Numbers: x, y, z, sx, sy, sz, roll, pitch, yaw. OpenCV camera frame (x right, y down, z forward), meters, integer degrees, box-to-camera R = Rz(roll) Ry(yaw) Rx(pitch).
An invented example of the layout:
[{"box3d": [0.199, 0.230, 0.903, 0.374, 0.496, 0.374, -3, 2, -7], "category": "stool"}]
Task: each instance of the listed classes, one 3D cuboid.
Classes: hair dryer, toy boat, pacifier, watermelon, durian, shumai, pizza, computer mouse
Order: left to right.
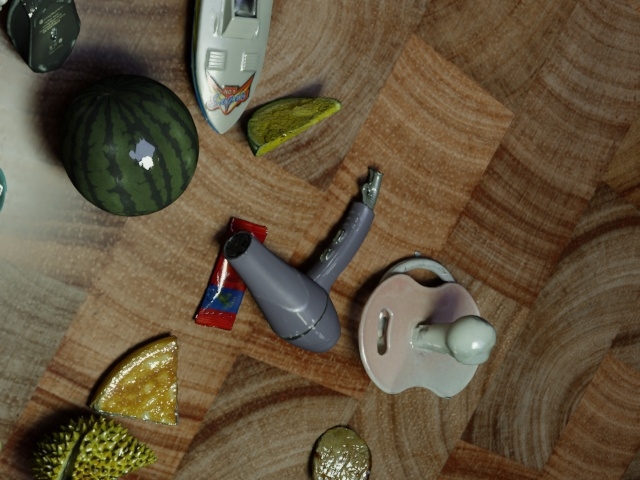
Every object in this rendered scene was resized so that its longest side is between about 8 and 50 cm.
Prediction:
[{"box3d": [-0.394, -0.315, 1.398, 0.106, 0.062, 0.192, -46, 161, -33], "category": "computer mouse"}, {"box3d": [-0.383, 0.362, 1.660, 0.193, 0.138, 0.237, -29, 165, -14], "category": "durian"}, {"box3d": [-0.281, -0.139, 1.479, 0.212, 0.212, 0.212, -13, 115, -30], "category": "watermelon"}, {"box3d": [-0.291, 0.255, 1.734, 0.184, 0.036, 0.176, -50, 128, -9], "category": "pizza"}, {"box3d": [-0.142, -0.313, 1.579, 0.129, 0.088, 0.295, -2, 109, -34], "category": "toy boat"}, {"box3d": [-0.059, -0.185, 1.691, 0.181, 0.092, 0.075, -33, 138, -30], "category": "watermelon"}, {"box3d": [0.000, 0.000, 1.806, 0.361, 0.121, 0.301, -55, 132, -18], "category": "hair dryer"}, {"box3d": [0.042, 0.462, 2.017, 0.123, 0.139, 0.105, -1, 145, -5], "category": "shumai"}, {"box3d": [0.217, 0.188, 1.950, 0.332, 0.273, 0.220, 11, 118, -36], "category": "pacifier"}]

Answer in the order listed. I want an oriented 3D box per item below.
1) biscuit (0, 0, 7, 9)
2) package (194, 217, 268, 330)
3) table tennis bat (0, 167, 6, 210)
[{"box3d": [-0.451, -0.355, 1.289, 0.265, 0.188, 0.040, -23, 140, -14], "category": "biscuit"}, {"box3d": [-0.156, 0.062, 1.760, 0.083, 0.022, 0.200, 16, 97, -38], "category": "package"}, {"box3d": [-0.522, -0.036, 1.465, 0.124, 0.033, 0.201, -10, 108, -30], "category": "table tennis bat"}]
